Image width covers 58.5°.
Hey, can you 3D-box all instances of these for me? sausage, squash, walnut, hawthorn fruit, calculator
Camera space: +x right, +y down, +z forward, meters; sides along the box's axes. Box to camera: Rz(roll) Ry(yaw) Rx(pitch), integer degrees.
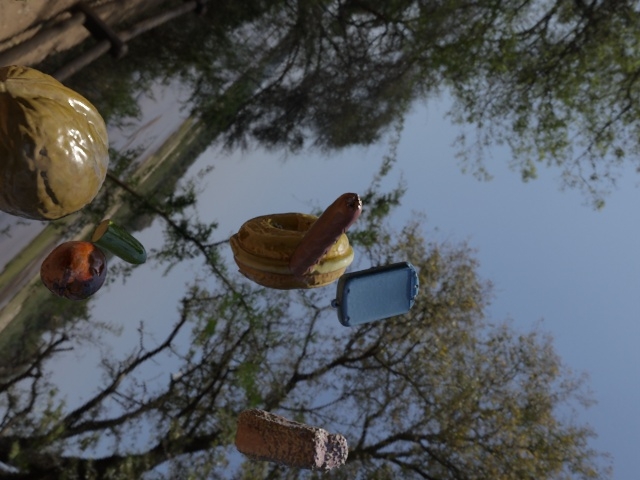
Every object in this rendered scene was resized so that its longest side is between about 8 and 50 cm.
[{"bbox_3d":[-0.002,-0.001,1.566,0.088,0.088,0.433,-60,-175,-38],"label":"sausage"},{"bbox_3d":[-0.655,0.014,1.899,0.095,0.188,0.095,-28,-138,28],"label":"squash"},{"bbox_3d":[-0.593,-0.195,1.176,0.333,0.333,0.333,-42,-163,16],"label":"walnut"},{"bbox_3d":[-0.691,0.080,1.615,0.173,0.173,0.173,-42,-163,16],"label":"hawthorn fruit"},{"bbox_3d":[0.117,0.113,1.209,0.210,0.121,0.039,-11,-158,-22],"label":"calculator"}]

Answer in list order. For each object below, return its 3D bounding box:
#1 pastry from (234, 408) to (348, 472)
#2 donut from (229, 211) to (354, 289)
[{"bbox_3d":[-0.070,0.452,1.275,0.112,0.265,0.102,23,77,-84],"label":"pastry"},{"bbox_3d":[-0.102,0.030,1.954,0.449,0.449,0.198,-111,-156,-72],"label":"donut"}]
